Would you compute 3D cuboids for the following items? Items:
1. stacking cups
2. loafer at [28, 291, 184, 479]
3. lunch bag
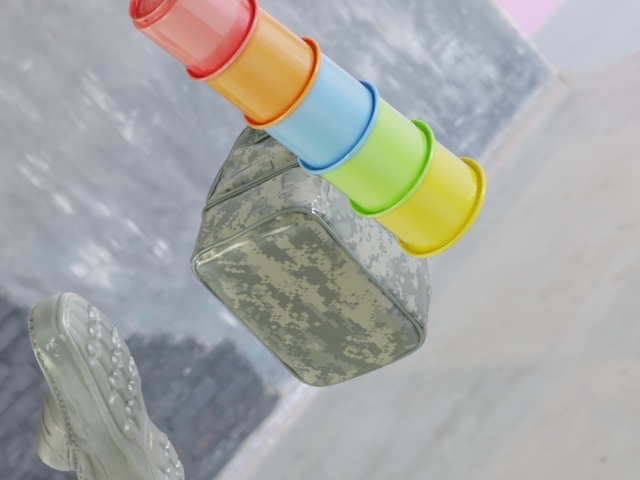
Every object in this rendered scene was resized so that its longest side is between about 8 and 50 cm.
[{"bbox_3d":[-0.012,-0.097,1.020,0.096,0.316,0.096,-33,40,33],"label":"stacking cups"},{"bbox_3d":[-0.214,0.174,1.246,0.111,0.319,0.112,-10,42,5],"label":"loafer"},{"bbox_3d":[0.000,0.000,1.727,0.213,0.305,0.256,-24,36,29],"label":"lunch bag"}]
